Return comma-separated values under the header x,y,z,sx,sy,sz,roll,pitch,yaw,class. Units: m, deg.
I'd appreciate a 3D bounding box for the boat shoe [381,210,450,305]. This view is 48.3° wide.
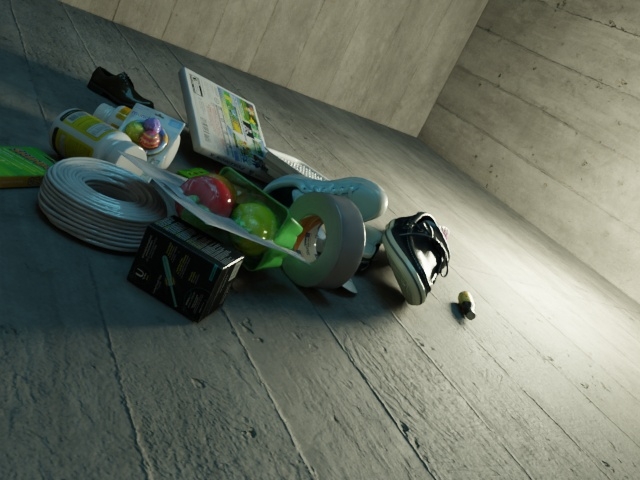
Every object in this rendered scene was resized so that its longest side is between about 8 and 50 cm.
x,y,z,sx,sy,sz,roll,pitch,yaw,class
0.263,0.027,1.921,0.500,0.156,0.187,-67,135,-74,boat shoe

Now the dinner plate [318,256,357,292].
x,y,z,sx,sy,sz,roll,pitch,yaw,class
0.037,0.077,1.720,0.141,0.017,0.141,39,6,-5,dinner plate

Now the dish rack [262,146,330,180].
x,y,z,sx,sy,sz,roll,pitch,yaw,class
-0.018,-0.163,2.196,0.333,0.072,0.285,36,12,19,dish rack

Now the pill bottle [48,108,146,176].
x,y,z,sx,sy,sz,roll,pitch,yaw,class
-0.507,-0.210,1.628,0.208,0.119,0.119,29,18,23,pill bottle

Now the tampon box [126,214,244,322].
x,y,z,sx,sy,sz,roll,pitch,yaw,class
-0.246,0.049,1.305,0.161,0.120,0.101,30,19,9,tampon box

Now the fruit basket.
x,y,z,sx,sy,sz,roll,pitch,yaw,class
-0.220,-0.057,1.489,0.327,0.165,0.353,36,13,33,fruit basket

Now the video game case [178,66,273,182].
x,y,z,sx,sy,sz,roll,pitch,yaw,class
-0.289,-0.352,2.192,0.300,0.036,0.329,21,41,-44,video game case

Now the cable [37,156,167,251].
x,y,z,sx,sy,sz,roll,pitch,yaw,class
-0.430,-0.074,1.437,0.257,0.089,0.257,32,19,15,cable

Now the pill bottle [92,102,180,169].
x,y,z,sx,sy,sz,roll,pitch,yaw,class
-0.484,-0.272,1.853,0.215,0.117,0.117,27,18,-1,pill bottle

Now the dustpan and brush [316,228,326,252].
x,y,z,sx,sy,sz,roll,pitch,yaw,class
0.005,0.000,1.868,0.147,0.060,0.211,18,20,-25,dustpan and brush

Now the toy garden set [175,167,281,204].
x,y,z,sx,sy,sz,roll,pitch,yaw,class
-0.234,-0.114,1.882,0.244,0.049,0.204,31,21,16,toy garden set

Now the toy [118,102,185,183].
x,y,z,sx,sy,sz,roll,pitch,yaw,class
-0.438,-0.249,1.748,0.137,0.056,0.237,24,56,-4,toy

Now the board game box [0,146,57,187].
x,y,z,sx,sy,sz,roll,pitch,yaw,class
-0.641,-0.151,1.445,0.124,0.039,0.259,34,23,20,board game box

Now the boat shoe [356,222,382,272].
x,y,z,sx,sy,sz,roll,pitch,yaw,class
0.117,0.021,1.939,0.095,0.079,0.254,28,21,-2,boat shoe

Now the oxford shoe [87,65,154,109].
x,y,z,sx,sy,sz,roll,pitch,yaw,class
-0.624,-0.481,2.262,0.227,0.096,0.083,28,17,-2,oxford shoe

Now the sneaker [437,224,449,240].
x,y,z,sx,sy,sz,roll,pitch,yaw,class
0.326,-0.026,2.336,0.236,0.095,0.104,7,19,-44,sneaker

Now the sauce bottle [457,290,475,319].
x,y,z,sx,sy,sz,roll,pitch,yaw,class
0.404,0.180,1.957,0.042,0.042,0.128,24,19,-8,sauce bottle

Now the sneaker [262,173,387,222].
x,y,z,sx,sy,sz,roll,pitch,yaw,class
-0.001,-0.102,1.956,0.366,0.135,0.150,5,20,32,sneaker

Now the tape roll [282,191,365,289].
x,y,z,sx,sy,sz,roll,pitch,yaw,class
0.000,0.000,1.614,0.072,0.219,0.219,9,25,-42,tape roll
